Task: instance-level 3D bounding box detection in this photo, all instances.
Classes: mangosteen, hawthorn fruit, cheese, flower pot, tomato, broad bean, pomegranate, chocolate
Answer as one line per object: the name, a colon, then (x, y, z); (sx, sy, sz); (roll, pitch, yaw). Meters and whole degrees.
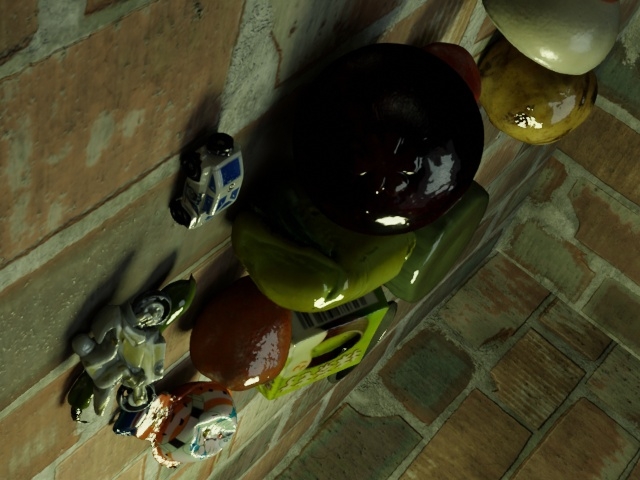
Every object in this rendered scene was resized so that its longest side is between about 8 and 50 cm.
mangosteen: (0.104, -0.168, 1.628); (0.307, 0.307, 0.347); (-55, -170, 15)
hawthorn fruit: (-0.135, 0.153, 1.882); (0.199, 0.199, 0.251); (-20, 134, -62)
cheese: (-0.283, 0.359, 2.019); (0.217, 0.129, 0.329); (-57, 147, 2)
flower pot: (0.058, 0.217, 2.595); (0.269, 0.166, 0.269); (-43, 161, -19)
tomato: (0.226, -0.293, 1.910); (0.187, 0.151, 0.187); (-46, 159, -23)
broad bean: (-0.310, 0.172, 1.637); (0.318, 0.056, 0.098); (-49, 165, 8)
pomegranate: (0.493, -0.352, 2.317); (0.281, 0.281, 0.281); (-46, 164, -17)
chocolate: (-0.016, 0.208, 2.270); (0.301, 0.137, 0.288); (-18, 151, -29)

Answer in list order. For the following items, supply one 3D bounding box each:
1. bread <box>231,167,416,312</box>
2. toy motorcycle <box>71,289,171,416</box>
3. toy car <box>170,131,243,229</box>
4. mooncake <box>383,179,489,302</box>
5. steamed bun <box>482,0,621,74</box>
bread: (0.000, 0.000, 1.789); (0.208, 0.251, 0.376); (-39, 173, 23)
toy motorcycle: (-0.306, 0.173, 1.540); (0.151, 0.074, 0.228); (0, 121, -28)
toy car: (-0.156, -0.084, 1.444); (0.080, 0.070, 0.170); (-37, 161, -39)
mooncake: (0.254, -0.029, 2.529); (0.356, 0.194, 0.356); (-48, 162, -21)
steamed bun: (0.449, -0.456, 1.902); (0.283, 0.283, 0.177); (-31, 163, -52)
